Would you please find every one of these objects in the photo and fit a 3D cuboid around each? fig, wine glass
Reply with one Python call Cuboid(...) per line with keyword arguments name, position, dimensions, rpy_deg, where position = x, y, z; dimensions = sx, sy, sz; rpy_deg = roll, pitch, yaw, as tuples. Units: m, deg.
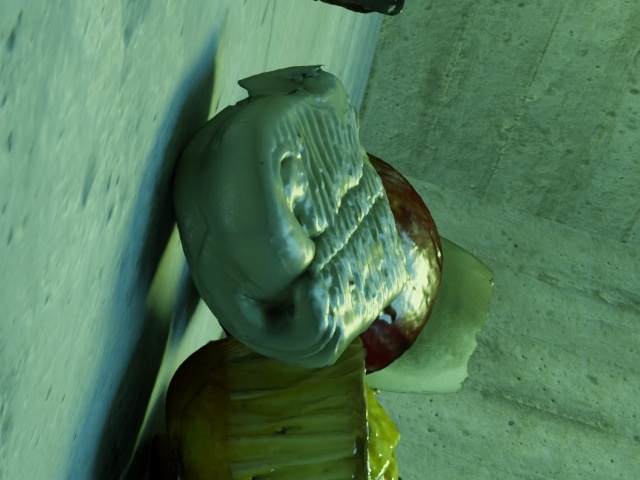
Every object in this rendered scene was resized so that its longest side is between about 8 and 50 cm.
Cuboid(name="fig", position=(0.003, 0.018, 1.411), dimensions=(0.224, 0.224, 0.263), rpy_deg=(-71, 175, -45))
Cuboid(name="wine glass", position=(0.059, 0.075, 1.967), dimensions=(0.238, 0.323, 0.238), rpy_deg=(20, 90, -88))

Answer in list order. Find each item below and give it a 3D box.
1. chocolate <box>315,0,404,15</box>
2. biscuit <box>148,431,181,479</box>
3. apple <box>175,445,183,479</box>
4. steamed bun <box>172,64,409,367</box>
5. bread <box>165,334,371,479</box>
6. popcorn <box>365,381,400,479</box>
Cuboid(name="chocolate", position=(0.052, -0.355, 1.362), dimensions=(0.112, 0.112, 0.321), rpy_deg=(176, -70, -82))
Cuboid(name="biscuit", position=(-0.143, 0.255, 1.380), dimensions=(0.206, 0.025, 0.126), rpy_deg=(-101, -165, -52))
Cuboid(name="apple", position=(-0.055, 0.281, 1.512), dimensions=(0.293, 0.163, 0.251), rpy_deg=(-16, -122, 67))
Cuboid(name="steamed bun", position=(-0.039, -0.016, 1.105), dimensions=(0.218, 0.144, 0.211), rpy_deg=(-52, 130, -55))
Cuboid(name="bread", position=(-0.049, 0.164, 1.225), dimensions=(0.288, 0.156, 0.204), rpy_deg=(171, -84, -83))
Cuboid(name="popcorn", position=(-0.032, 0.283, 1.879), dimensions=(0.247, 0.282, 0.282), rpy_deg=(-53, 165, -40))
